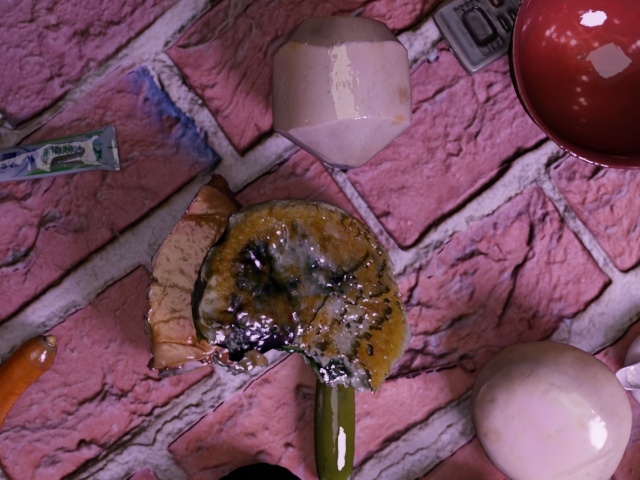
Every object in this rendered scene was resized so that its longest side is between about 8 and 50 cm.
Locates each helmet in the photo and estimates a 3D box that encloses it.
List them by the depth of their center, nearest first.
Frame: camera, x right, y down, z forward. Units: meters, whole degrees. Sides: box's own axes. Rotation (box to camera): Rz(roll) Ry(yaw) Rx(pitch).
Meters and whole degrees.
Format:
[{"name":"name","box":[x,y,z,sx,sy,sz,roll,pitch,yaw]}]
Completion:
[{"name":"helmet","box":[0.437,-0.279,1.652,0.385,0.230,0.337,3,96,-10]}]

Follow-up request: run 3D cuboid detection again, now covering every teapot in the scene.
[{"name":"teapot","box":[0.548,0.197,1.704,0.226,0.092,0.145,-10,90,-6]}]

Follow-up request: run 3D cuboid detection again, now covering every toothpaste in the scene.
[{"name":"toothpaste","box":[-0.474,-0.128,1.791,0.297,0.048,0.075,-9,89,0]}]

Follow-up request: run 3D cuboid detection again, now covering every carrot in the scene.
[{"name":"carrot","box":[-0.511,0.257,1.781,0.271,0.066,0.062,-53,43,4]}]

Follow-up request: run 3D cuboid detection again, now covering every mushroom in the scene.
[{"name":"mushroom","box":[0.356,0.258,1.672,0.246,0.202,0.246,20,122,35]}]

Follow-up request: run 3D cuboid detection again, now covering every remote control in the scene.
[{"name":"remote control","box":[0.325,-0.383,1.754,0.285,0.038,0.123,-30,87,2]}]

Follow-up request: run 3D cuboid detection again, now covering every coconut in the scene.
[{"name":"coconut","box":[0.031,-0.219,1.684,0.241,0.241,0.241,0,89,3]}]

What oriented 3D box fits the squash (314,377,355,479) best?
[{"name":"squash","box":[0.022,0.272,1.744,0.066,0.066,0.252,0,88,3]}]

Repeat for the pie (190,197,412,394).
[{"name":"pie","box":[-0.018,0.082,1.678,0.371,0.078,0.296,15,69,-26]}]

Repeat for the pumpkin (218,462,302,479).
[{"name":"pumpkin","box":[-0.094,0.445,1.713,0.202,0.140,0.202,-3,80,17]}]

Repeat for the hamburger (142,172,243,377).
[{"name":"hamburger","box":[-0.187,0.073,1.716,0.282,0.155,0.245,-42,92,-5]}]
